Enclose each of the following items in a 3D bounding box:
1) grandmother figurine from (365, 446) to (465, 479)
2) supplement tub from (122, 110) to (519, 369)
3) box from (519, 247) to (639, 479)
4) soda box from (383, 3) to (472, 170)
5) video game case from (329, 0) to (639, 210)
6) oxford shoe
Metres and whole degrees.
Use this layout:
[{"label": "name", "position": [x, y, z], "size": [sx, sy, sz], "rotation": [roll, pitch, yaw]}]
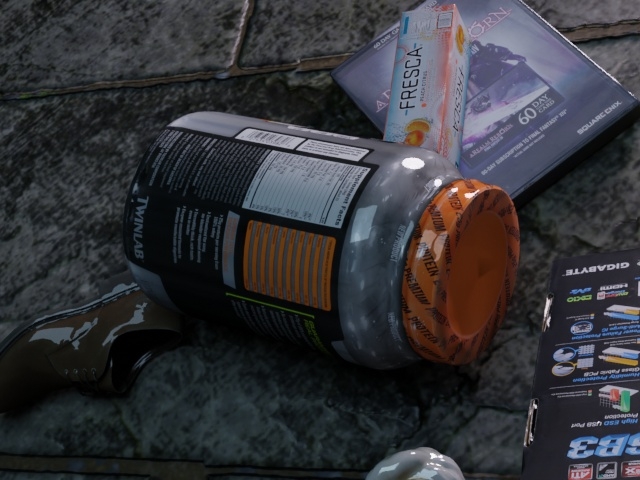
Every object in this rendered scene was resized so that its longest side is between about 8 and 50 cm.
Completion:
[{"label": "grandmother figurine", "position": [0.078, 0.260, 0.892], "size": [0.208, 0.104, 0.342], "rotation": [-6, 24, 0]}, {"label": "supplement tub", "position": [0.000, 0.000, 1.119], "size": [0.316, 0.193, 0.193], "rotation": [14, 65, 32]}, {"label": "box", "position": [0.302, 0.099, 0.913], "size": [0.295, 0.073, 0.293], "rotation": [-8, 31, 20]}, {"label": "soda box", "position": [0.102, -0.135, 1.215], "size": [0.058, 0.063, 0.183], "rotation": [-5, 55, 23]}, {"label": "video game case", "position": [0.154, -0.146, 1.255], "size": [0.196, 0.026, 0.274], "rotation": [-37, 51, -1]}, {"label": "oxford shoe", "position": [-0.233, 0.113, 1.228], "size": [0.227, 0.083, 0.096], "rotation": [-30, 54, 6]}]
